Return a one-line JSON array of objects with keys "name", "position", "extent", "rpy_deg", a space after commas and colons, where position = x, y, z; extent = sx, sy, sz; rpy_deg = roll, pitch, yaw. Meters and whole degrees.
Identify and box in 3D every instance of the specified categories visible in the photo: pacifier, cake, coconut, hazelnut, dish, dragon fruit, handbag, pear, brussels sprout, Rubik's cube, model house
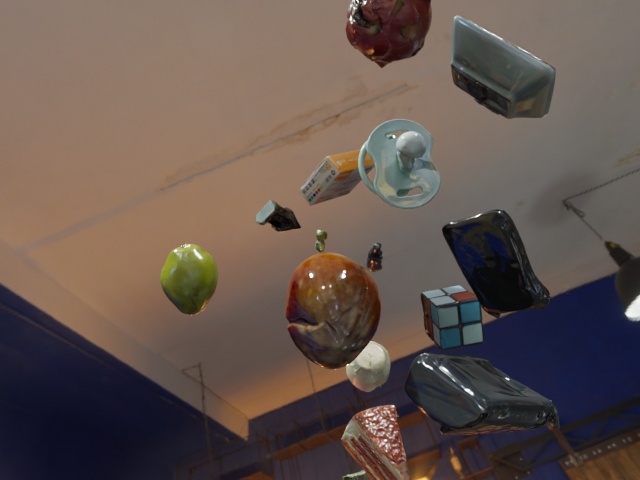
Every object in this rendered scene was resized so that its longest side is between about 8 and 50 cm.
[{"name": "pacifier", "position": [0.281, -0.286, 1.446], "extent": [0.289, 0.342, 0.269], "rpy_deg": [-11, -15, -1]}, {"name": "cake", "position": [0.159, 0.629, 1.222], "extent": [0.160, 0.262, 0.158], "rpy_deg": [8, -57, -9]}, {"name": "coconut", "position": [0.230, 0.602, 1.988], "extent": [0.225, 0.224, 0.233], "rpy_deg": [-13, -46, -8]}, {"name": "hazelnut", "position": [0.040, 0.217, 1.331], "extent": [0.316, 0.372, 0.372], "rpy_deg": [-11, -43, 0]}, {"name": "dish", "position": [0.362, -0.342, 0.887], "extent": [0.080, 0.243, 0.182], "rpy_deg": [-47, -25, 8]}, {"name": "dragon fruit", "position": [0.194, -0.615, 1.169], "extent": [0.251, 0.315, 0.250], "rpy_deg": [3, -71, 9]}, {"name": "handbag", "position": [0.408, 0.427, 1.085], "extent": [0.302, 0.275, 0.177], "rpy_deg": [14, -77, -29]}, {"name": "pear", "position": [-0.494, 0.146, 1.580], "extent": [0.213, 0.212, 0.268], "rpy_deg": [-7, -81, -14]}, {"name": "handbag", "position": [0.480, 0.071, 1.146], "extent": [0.192, 0.075, 0.332], "rpy_deg": [-20, -72, 45]}, {"name": "brussels sprout", "position": [0.000, 0.001, 1.602], "extent": [0.046, 0.051, 0.083], "rpy_deg": [12, -85, 5]}, {"name": "Rubik's cube", "position": [0.490, 0.286, 1.566], "extent": [0.168, 0.180, 0.183], "rpy_deg": [-11, -81, -3]}, {"name": "model house", "position": [-0.142, -0.073, 1.530], "extent": [0.152, 0.165, 0.106], "rpy_deg": [27, -83, -25]}]

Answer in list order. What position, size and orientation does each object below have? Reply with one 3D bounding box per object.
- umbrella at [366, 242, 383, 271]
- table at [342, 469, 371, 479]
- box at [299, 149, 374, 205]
[{"name": "umbrella", "position": [0.213, 0.057, 1.621], "extent": [0.071, 0.070, 0.248], "rpy_deg": [-18, -25, -3]}, {"name": "table", "position": [0.131, 0.843, 1.438], "extent": [0.084, 0.079, 0.062], "rpy_deg": [4, -27, -30]}, {"name": "box", "position": [0.072, -0.259, 1.702], "extent": [0.274, 0.091, 0.220], "rpy_deg": [-23, -17, -45]}]
